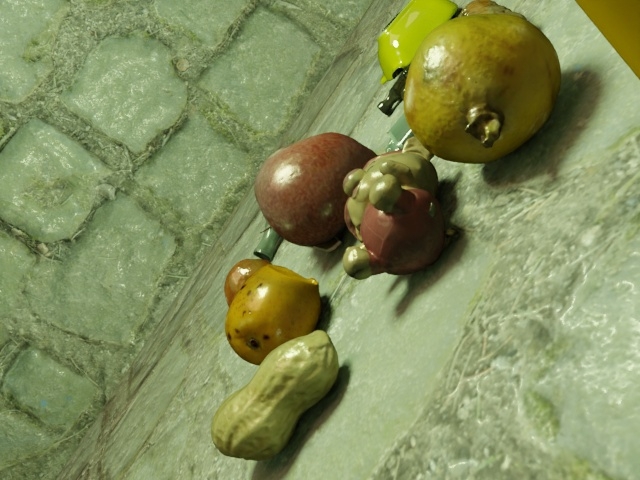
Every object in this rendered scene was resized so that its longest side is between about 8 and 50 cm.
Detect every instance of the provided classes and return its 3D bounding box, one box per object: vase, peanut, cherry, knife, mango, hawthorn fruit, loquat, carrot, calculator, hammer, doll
[{"bbox_3d":[-0.130,-0.043,1.718,0.086,0.086,0.214,-26,38,60],"label":"vase"},{"bbox_3d":[-0.066,0.246,0.896,0.256,0.124,0.123,-46,18,15],"label":"peanut"},{"bbox_3d":[-0.012,-0.113,1.252,0.307,0.221,0.261,-33,15,1],"label":"cherry"},{"bbox_3d":[-0.001,-0.001,1.351,0.046,0.022,0.256,-51,15,-8],"label":"knife"},{"bbox_3d":[-0.099,0.138,1.129,0.191,0.160,0.290,-64,11,4],"label":"mango"},{"bbox_3d":[-0.149,0.135,1.361,0.149,0.149,0.189,-26,74,61],"label":"hawthorn fruit"},{"bbox_3d":[0.216,-0.199,0.796,0.213,0.213,0.246,-45,20,33],"label":"loquat"},{"bbox_3d":[0.318,-0.360,1.042,0.102,0.102,0.263,-49,23,23],"label":"carrot"},{"bbox_3d":[0.216,-0.265,1.196,0.246,0.045,0.141,-51,16,16],"label":"calculator"},{"bbox_3d":[0.190,-0.332,1.290,0.168,0.044,0.440,-51,7,17],"label":"hammer"},{"bbox_3d":[0.107,-0.053,0.910,0.196,0.152,0.256,-34,19,23],"label":"doll"}]

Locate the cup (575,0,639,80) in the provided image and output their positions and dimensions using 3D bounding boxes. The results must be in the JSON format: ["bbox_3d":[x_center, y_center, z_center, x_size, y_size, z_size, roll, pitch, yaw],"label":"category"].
[{"bbox_3d":[0.288,-0.180,0.410,0.196,0.280,0.196,-47,24,29],"label":"cup"}]

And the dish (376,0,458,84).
[{"bbox_3d":[0.229,-0.548,1.546,0.262,0.108,0.221,-49,10,2],"label":"dish"}]
